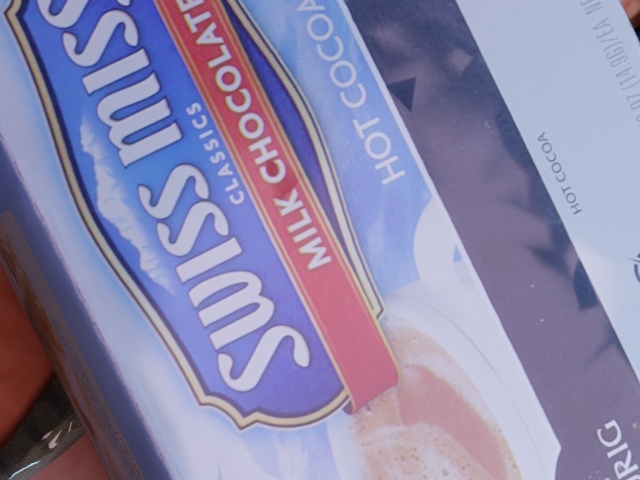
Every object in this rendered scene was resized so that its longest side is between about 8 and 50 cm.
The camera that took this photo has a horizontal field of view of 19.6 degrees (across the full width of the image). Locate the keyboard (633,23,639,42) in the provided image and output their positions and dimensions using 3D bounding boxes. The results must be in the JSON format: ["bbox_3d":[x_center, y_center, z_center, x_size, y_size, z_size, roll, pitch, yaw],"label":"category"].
[{"bbox_3d":[0.199,-0.213,0.982,0.317,0.033,0.201,-44,120,-12],"label":"keyboard"}]

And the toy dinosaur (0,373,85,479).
[{"bbox_3d":[-0.064,0.050,0.883,0.118,0.064,0.268,38,83,-17],"label":"toy dinosaur"}]

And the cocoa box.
[{"bbox_3d":[0.000,0.000,0.738,0.228,0.231,0.347,-27,95,-13],"label":"cocoa box"}]
